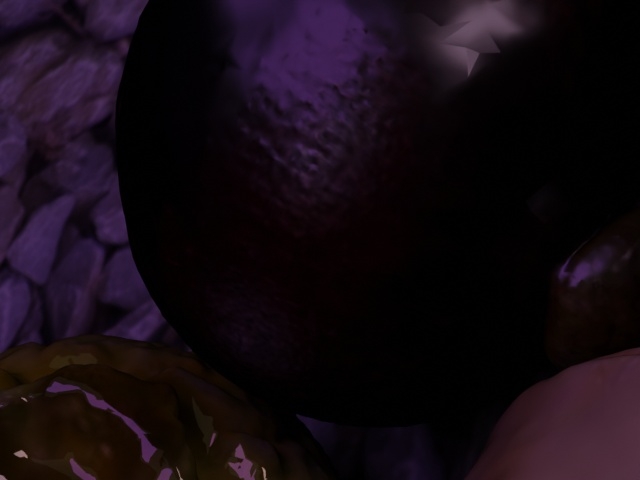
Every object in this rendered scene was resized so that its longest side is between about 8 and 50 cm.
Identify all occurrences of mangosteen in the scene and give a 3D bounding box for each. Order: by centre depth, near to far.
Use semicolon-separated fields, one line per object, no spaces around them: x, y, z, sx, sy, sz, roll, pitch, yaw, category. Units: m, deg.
0.052;-0.050;0.867;0.297;0.297;0.293;-53;43;1;mangosteen

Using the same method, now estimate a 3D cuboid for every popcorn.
-0.112;0.144;0.915;0.206;0.251;0.237;-52;41;11;popcorn

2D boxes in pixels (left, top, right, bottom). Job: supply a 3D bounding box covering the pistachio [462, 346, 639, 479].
0.169;0.159;0.686;0.309;0.230;0.230;18;77;47;pistachio
